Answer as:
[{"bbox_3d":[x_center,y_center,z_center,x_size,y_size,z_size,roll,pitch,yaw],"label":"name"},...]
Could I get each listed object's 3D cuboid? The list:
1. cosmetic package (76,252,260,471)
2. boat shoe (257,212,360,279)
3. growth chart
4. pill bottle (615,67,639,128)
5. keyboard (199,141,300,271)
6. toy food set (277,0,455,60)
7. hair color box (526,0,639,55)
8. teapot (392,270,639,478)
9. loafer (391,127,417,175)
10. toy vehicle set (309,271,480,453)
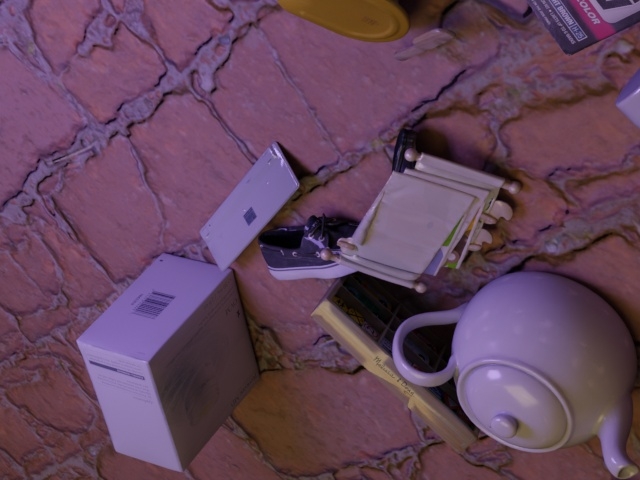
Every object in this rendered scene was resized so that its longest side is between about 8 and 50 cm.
[{"bbox_3d":[-0.220,0.181,2.096,0.138,0.224,0.224,13,133,29],"label":"cosmetic package"},{"bbox_3d":[0.000,0.000,1.889,0.229,0.080,0.076,-7,123,50],"label":"boat shoe"},{"bbox_3d":[0.128,-0.018,1.744,0.172,0.021,0.237,23,132,-16],"label":"growth chart"},{"bbox_3d":[0.444,-0.091,1.398,0.283,0.160,0.160,42,140,-2],"label":"pill bottle"},{"bbox_3d":[-0.101,-0.042,1.953,0.072,0.014,0.256,56,141,10],"label":"keyboard"},{"bbox_3d":[0.042,-0.285,1.587,0.218,0.071,0.128,22,163,-17],"label":"toy food set"},{"bbox_3d":[0.332,-0.326,1.317,0.347,0.105,0.174,-25,109,46],"label":"hair color box"},{"bbox_3d":[0.257,0.173,1.756,0.256,0.187,0.252,-17,113,46],"label":"teapot"},{"bbox_3d":[0.120,-0.069,1.752,0.061,0.062,0.170,3,135,7],"label":"loafer"},{"bbox_3d":[0.112,0.150,1.862,0.267,0.166,0.035,43,113,-3],"label":"toy vehicle set"}]
